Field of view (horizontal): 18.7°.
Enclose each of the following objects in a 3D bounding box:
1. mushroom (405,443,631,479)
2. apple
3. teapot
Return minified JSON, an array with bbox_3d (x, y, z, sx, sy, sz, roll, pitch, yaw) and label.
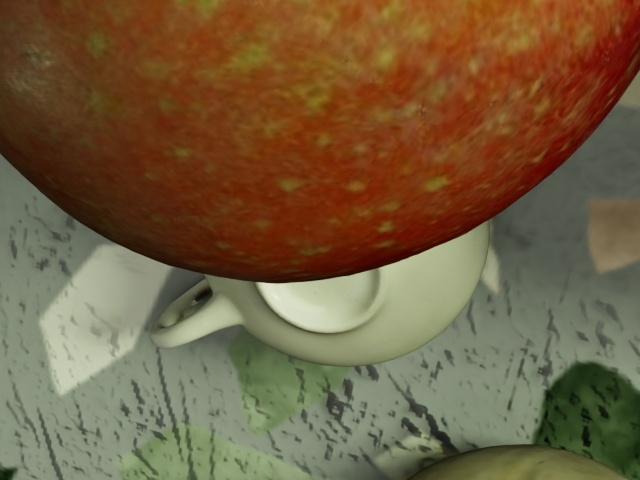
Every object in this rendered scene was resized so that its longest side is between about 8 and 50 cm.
[{"bbox_3d":[0.099,0.217,0.960,0.206,0.206,0.209,-23,108,20],"label":"mushroom"},{"bbox_3d":[0.000,-0.162,0.738,0.277,0.348,0.348,-12,110,31],"label":"apple"},{"bbox_3d":[0.000,0.000,0.949,0.226,0.092,0.145,-28,103,25],"label":"teapot"}]
